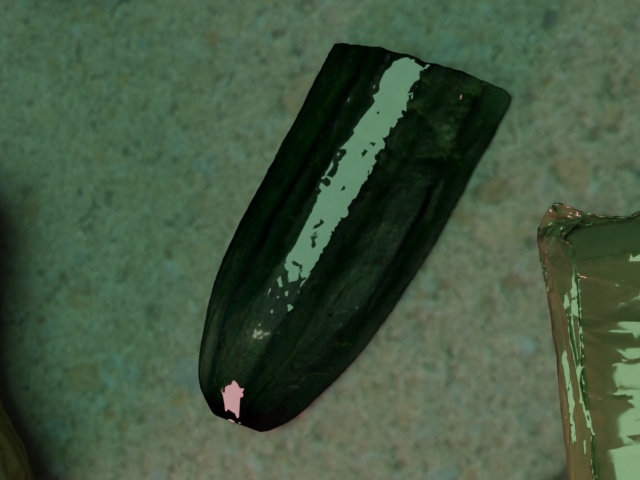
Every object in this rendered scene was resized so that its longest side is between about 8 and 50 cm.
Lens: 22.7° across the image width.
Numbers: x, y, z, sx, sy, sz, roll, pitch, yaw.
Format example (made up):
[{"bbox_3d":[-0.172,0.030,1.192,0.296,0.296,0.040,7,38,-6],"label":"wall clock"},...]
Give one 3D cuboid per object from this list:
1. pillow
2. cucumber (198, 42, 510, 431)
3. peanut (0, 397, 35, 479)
[{"bbox_3d":[0.181,0.077,0.829,0.119,0.053,0.208,-8,80,17],"label":"pillow"},{"bbox_3d":[0.000,0.000,0.912,0.115,0.063,0.244,27,95,24],"label":"cucumber"},{"bbox_3d":[-0.259,0.093,0.961,0.159,0.143,0.291,-16,79,19],"label":"peanut"}]
